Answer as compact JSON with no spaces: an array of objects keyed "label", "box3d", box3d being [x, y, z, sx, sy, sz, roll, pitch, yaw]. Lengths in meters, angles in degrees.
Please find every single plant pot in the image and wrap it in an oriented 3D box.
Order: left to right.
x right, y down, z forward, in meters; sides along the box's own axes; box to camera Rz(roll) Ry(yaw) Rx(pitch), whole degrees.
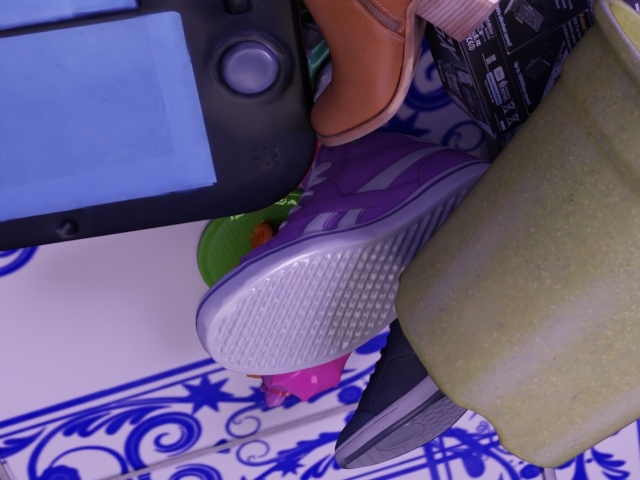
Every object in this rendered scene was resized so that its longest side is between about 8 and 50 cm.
[{"label":"plant pot","box3d":[0.198,0.014,1.076,0.254,0.276,0.276,-43,127,19]}]

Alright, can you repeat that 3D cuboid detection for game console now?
[{"label":"game console","box3d":[-0.207,-0.145,1.066,0.387,0.060,0.342,-9,128,0]}]

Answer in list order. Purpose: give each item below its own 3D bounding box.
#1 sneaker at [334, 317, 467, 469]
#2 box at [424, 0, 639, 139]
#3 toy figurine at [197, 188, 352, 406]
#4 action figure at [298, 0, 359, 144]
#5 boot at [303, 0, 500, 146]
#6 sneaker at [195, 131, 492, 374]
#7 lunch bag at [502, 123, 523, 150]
[{"label":"sneaker","box3d":[0.069,0.076,1.303,0.226,0.163,0.086,-44,151,25]},{"label":"box","box3d":[0.162,-0.255,1.068,0.242,0.076,0.307,-33,132,-6]},{"label":"toy figurine","box3d":[-0.035,0.072,1.269,0.130,0.159,0.173,15,124,-26]},{"label":"action figure","box3d":[0.032,-0.181,1.143,0.137,0.063,0.232,22,117,-26]},{"label":"boot","box3d":[0.009,-0.159,1.024,0.152,0.073,0.197,32,130,-16]},{"label":"sneaker","box3d":[0.000,0.001,1.200,0.282,0.161,0.102,-25,127,-27]},{"label":"lunch bag","box3d":[0.257,0.009,1.295,0.262,0.160,0.223,22,127,9]}]
